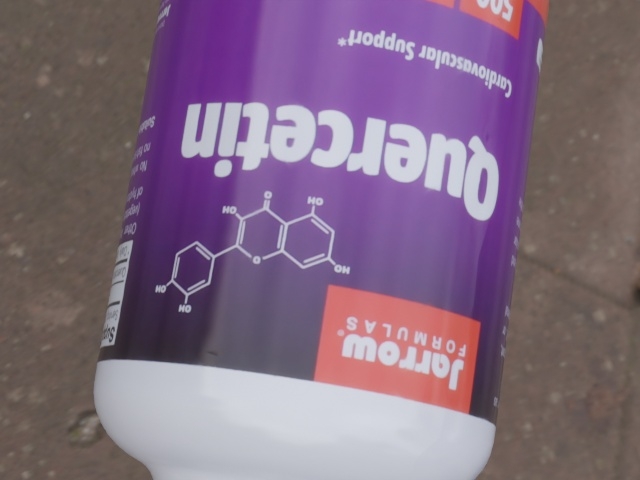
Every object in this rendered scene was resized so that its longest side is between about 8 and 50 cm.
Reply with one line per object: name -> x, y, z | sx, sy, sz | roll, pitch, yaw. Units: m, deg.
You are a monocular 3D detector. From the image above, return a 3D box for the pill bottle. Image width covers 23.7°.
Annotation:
pill bottle -> 0.000, 0.000, 0.694 | 0.181, 0.181, 0.323 | 14, 78, -29
